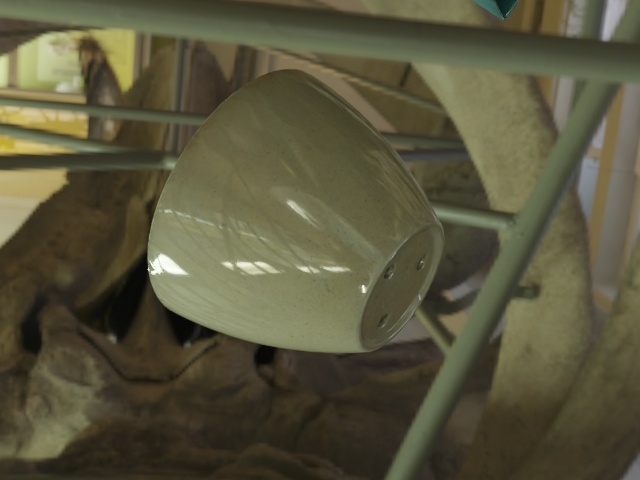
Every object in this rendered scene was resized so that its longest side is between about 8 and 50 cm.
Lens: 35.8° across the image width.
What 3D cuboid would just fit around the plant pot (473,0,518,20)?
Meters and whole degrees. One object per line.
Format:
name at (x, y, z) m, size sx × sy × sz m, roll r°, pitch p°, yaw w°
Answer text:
plant pot at (0.169, -0.427, 1.252) m, size 0.234 × 0.165 × 0.165 m, roll 36°, pitch -174°, yaw 22°

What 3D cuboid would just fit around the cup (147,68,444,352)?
cup at (0.000, 0.000, 1.153) m, size 0.237 × 0.331 × 0.331 m, roll 31°, pitch -157°, yaw 26°
